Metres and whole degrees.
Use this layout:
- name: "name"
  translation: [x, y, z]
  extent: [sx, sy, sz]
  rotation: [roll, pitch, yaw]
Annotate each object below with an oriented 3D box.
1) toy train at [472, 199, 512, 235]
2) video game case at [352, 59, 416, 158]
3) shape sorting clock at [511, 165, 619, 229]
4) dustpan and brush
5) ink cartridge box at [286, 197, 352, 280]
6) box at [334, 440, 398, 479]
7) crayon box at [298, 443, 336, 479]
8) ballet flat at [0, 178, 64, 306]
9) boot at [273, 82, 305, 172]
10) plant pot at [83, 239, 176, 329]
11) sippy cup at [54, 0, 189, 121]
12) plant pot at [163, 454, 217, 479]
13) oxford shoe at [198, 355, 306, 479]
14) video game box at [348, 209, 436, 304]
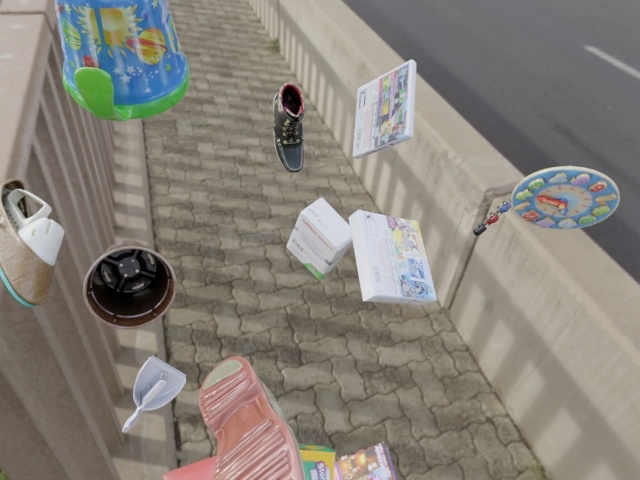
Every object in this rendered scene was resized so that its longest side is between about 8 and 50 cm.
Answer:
- name: "toy train"
  translation: [0.565, -0.073, 1.537]
  extent: [0.027, 0.158, 0.036]
  rotation: [39, 18, -14]
- name: "video game case"
  translation: [0.156, -0.318, 1.156]
  extent: [0.023, 0.183, 0.201]
  rotation: [17, 71, -37]
- name: "shape sorting clock"
  translation: [0.518, -0.084, 1.002]
  extent: [0.206, 0.206, 0.040]
  rotation: [15, 64, 10]
- name: "dustpan and brush"
  translation: [-0.509, 0.464, 1.377]
  extent: [0.211, 0.147, 0.060]
  rotation: [-49, 33, -5]
- name: "ink cartridge box"
  translation: [0.000, 0.000, 1.866]
  extent: [0.211, 0.289, 0.121]
  rotation: [46, 60, 10]
- name: "box"
  translation: [0.134, 0.745, 1.324]
  extent: [0.201, 0.057, 0.293]
  rotation: [-24, 37, 4]
- name: "crayon box"
  translation: [-0.071, 0.527, 0.867]
  extent: [0.165, 0.081, 0.278]
  rotation: [10, 70, -12]
- name: "ballet flat"
  translation: [-0.590, -0.020, 0.937]
  extent: [0.124, 0.116, 0.342]
  rotation: [-39, 56, -11]
- name: "boot"
  translation: [-0.084, -0.307, 1.295]
  extent: [0.085, 0.236, 0.178]
  rotation: [-9, 7, -9]
- name: "plant pot"
  translation: [-0.393, 0.075, 0.972]
  extent: [0.167, 0.167, 0.165]
  rotation: [-12, 17, -20]
- name: "sippy cup"
  translation: [-0.363, -0.380, 0.844]
  extent: [0.240, 0.224, 0.305]
  rotation: [-28, 66, -24]
- name: "plant pot"
  translation: [-0.226, 0.655, 1.162]
  extent: [0.243, 0.275, 0.275]
  rotation: [-19, 47, -25]
- name: "oxford shoe"
  translation: [-0.077, 0.339, 0.712]
  extent: [0.140, 0.146, 0.397]
  rotation: [-34, 30, 0]
- name: "video game box"
  translation: [0.163, 0.041, 1.065]
  extent: [0.187, 0.048, 0.205]
  rotation: [7, 62, -30]
